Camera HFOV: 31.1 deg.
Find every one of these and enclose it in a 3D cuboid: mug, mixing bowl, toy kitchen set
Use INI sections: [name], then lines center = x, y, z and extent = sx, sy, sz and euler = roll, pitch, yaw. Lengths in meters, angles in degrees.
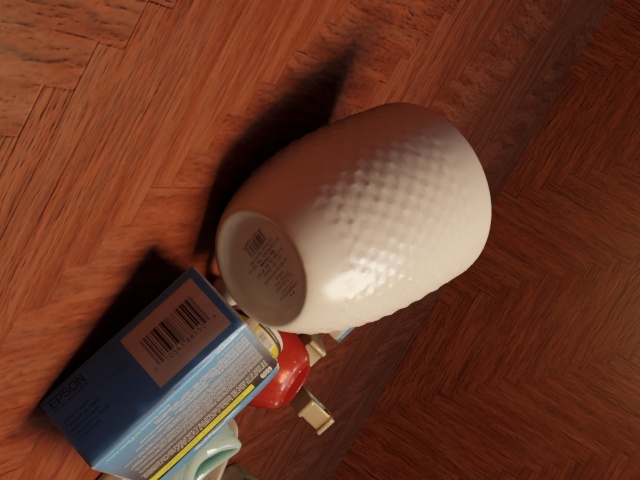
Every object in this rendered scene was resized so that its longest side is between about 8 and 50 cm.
[mug]
center = 0.000, 0.000, 1.595
extent = 0.328, 0.276, 0.374
euler = -26, 177, -44
[mixing bowl]
center = -0.082, 0.233, 2.066
extent = 0.181, 0.098, 0.181
euler = -53, 165, -21
[toy kitchen set]
center = 0.009, 0.238, 2.229
extent = 0.207, 0.166, 0.122
euler = -44, -159, 2

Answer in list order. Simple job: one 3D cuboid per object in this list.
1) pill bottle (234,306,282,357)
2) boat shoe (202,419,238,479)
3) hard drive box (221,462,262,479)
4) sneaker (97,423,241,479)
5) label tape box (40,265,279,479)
[pill bottle]
center = -0.148, 0.197, 1.761
extent = 0.184, 0.103, 0.103
euler = -49, 163, -29
[boat shoe]
center = -0.230, 0.440, 1.916
extent = 0.335, 0.121, 0.119
euler = -56, 168, -40
[hard drive box]
center = -0.224, 0.586, 2.346
extent = 0.232, 0.089, 0.181
euler = -60, 165, 10
[sneaker]
center = -0.257, 0.401, 1.730
extent = 0.366, 0.150, 0.135
euler = -52, 163, -23
[label tape box]
center = -0.192, 0.193, 1.516
extent = 0.249, 0.115, 0.348
euler = -43, 166, -7
